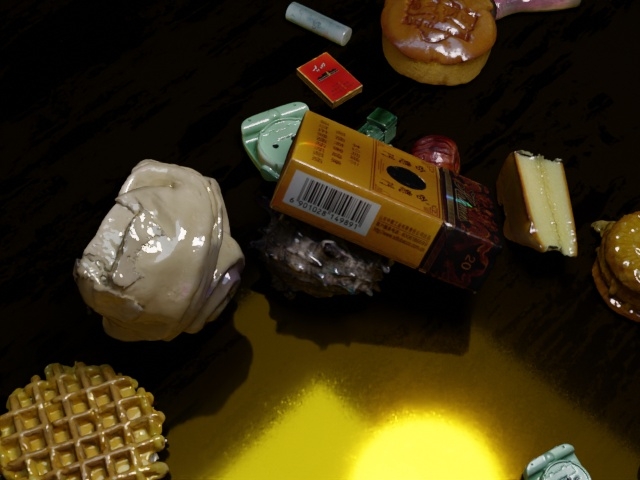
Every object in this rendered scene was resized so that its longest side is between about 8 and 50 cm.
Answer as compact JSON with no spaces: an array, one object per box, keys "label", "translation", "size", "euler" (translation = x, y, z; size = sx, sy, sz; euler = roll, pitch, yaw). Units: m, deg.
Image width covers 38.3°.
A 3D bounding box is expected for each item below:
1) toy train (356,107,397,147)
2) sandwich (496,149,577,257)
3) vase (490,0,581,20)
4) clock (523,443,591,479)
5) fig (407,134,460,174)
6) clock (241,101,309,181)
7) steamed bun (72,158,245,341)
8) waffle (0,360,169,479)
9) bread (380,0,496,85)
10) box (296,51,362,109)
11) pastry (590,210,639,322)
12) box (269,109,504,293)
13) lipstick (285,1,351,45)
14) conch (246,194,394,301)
[{"label":"toy train","translation":[0.090,-0.191,1.919],"size":[0.071,0.111,0.170],"euler":[35,62,24]},{"label":"sandwich","translation":[0.432,-0.051,1.828],"size":[0.122,0.128,0.235],"euler":[2,57,-5]},{"label":"vase","translation":[0.511,-0.580,2.207],"size":[0.214,0.086,0.086],"euler":[-15,58,-6]},{"label":"clock","translation":[0.419,0.421,1.564],"size":[0.101,0.041,0.135],"euler":[-25,61,-17]},{"label":"fig","translation":[0.225,-0.162,1.902],"size":[0.128,0.128,0.150],"euler":[-33,48,-21]},{"label":"clock","translation":[-0.062,-0.189,1.940],"size":[0.159,0.066,0.210],"euler":[-23,61,-15]},{"label":"steamed bun","translation":[-0.252,0.044,1.619],"size":[0.238,0.346,0.394],"euler":[16,21,8]},{"label":"waffle","translation":[-0.423,0.342,1.583],"size":[0.330,0.062,0.329],"euler":[1,57,-2]},{"label":"bread","translation":[0.267,-0.471,2.083],"size":[0.270,0.148,0.269],"euler":[0,56,-1]},{"label":"box","translation":[0.020,-0.362,2.081],"size":[0.090,0.023,0.133],"euler":[-31,63,-22]},{"label":"pastry","translation":[0.654,0.040,1.768],"size":[0.240,0.132,0.235],"euler":[7,58,2]},{"label":"box","translation":[0.130,-0.077,1.720],"size":[0.416,0.115,0.264],"euler":[23,26,-6]},{"label":"lipstick","translation":[-0.004,-0.508,2.161],"size":[0.158,0.048,0.048],"euler":[29,61,16]},{"label":"conch","translation":[0.005,0.003,1.758],"size":[0.313,0.186,0.240],"euler":[12,32,23]}]
